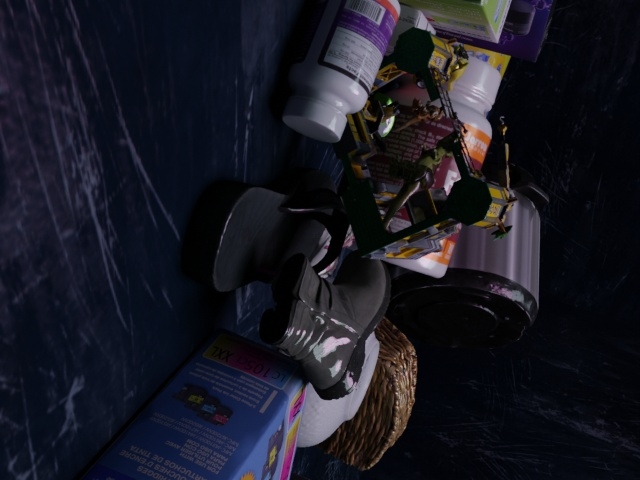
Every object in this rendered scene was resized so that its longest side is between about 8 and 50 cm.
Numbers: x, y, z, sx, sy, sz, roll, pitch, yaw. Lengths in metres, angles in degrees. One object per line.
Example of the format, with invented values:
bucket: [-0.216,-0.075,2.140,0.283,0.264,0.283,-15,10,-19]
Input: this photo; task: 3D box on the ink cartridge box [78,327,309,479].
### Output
ink cartridge box: [-0.167,0.332,0.965,0.395,0.151,0.270,-47,151,-55]

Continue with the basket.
basket: [0.120,0.340,1.850,0.223,0.213,0.299,-28,135,-60]

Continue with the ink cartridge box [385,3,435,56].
ink cartridge box: [0.106,-0.318,1.225,0.150,0.109,0.063,-12,121,-73]

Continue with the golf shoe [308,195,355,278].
golf shoe: [0.000,0.000,1.350,0.186,0.067,0.086,-54,129,-44]

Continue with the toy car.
toy car: [0.129,-0.245,1.353,0.053,0.239,0.225,39,93,-32]

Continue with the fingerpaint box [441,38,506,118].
fingerpaint box: [0.359,-0.552,1.758,0.445,0.163,0.371,83,29,-59]

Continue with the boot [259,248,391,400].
boot: [0.011,0.068,1.044,0.161,0.083,0.247,54,39,-34]

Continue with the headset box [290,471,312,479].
headset box: [-0.027,0.518,1.500,0.283,0.246,0.131,75,36,-66]

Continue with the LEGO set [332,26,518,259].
LEGO set: [0.149,-0.119,1.140,0.255,0.331,0.192,-34,160,28]

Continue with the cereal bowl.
cereal bowl: [0.020,0.246,1.552,0.339,0.141,0.339,20,90,-75]

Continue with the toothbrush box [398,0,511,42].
toothbrush box: [0.167,-0.390,1.167,0.283,0.206,0.122,-17,124,-73]

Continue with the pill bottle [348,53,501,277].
pill bottle: [0.187,-0.146,1.505,0.224,0.224,0.392,14,94,-75]

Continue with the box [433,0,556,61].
box: [0.278,-0.441,1.401,0.103,0.261,0.184,-55,158,-46]

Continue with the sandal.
sandal: [-0.039,-0.002,1.090,0.445,0.107,0.168,-24,131,-71]

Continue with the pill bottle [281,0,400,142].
pill bottle: [0.022,-0.229,1.030,0.108,0.108,0.194,51,59,-73]

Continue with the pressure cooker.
pressure cooker: [0.336,0.010,1.930,0.376,0.369,0.421,82,17,-59]
